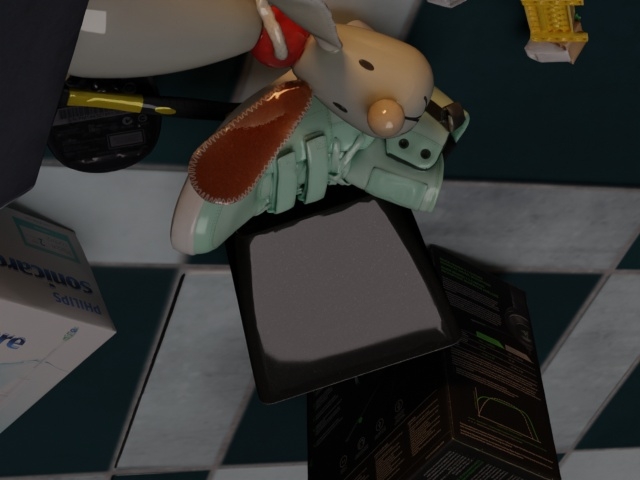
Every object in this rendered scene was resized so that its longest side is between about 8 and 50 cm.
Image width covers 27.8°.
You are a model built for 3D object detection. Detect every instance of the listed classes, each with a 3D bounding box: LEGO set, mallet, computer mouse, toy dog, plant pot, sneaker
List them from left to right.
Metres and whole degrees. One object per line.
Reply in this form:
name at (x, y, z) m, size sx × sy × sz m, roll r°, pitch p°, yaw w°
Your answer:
mallet at (-0.146, -0.097, 0.978) m, size 0.189 × 0.039 × 0.062 m, roll 10°, pitch 126°, yaw -30°
computer mouse at (-0.143, -0.174, 0.973) m, size 0.184 × 0.060 × 0.262 m, roll -15°, pitch 134°, yaw -6°
toy dog at (-0.079, -0.132, 0.851) m, size 0.333 × 0.161 × 0.220 m, roll 0°, pitch 128°, yaw -5°
plant pot at (0.000, 0.000, 1.146) m, size 0.187 × 0.188 × 0.167 m, roll -18°, pitch 128°, yaw 1°
sneaker at (0.009, -0.054, 0.999) m, size 0.256 × 0.151 × 0.094 m, roll -45°, pitch 163°, yaw -24°
LEGO set at (0.144, -0.231, 1.007) m, size 0.287 × 0.107 × 0.132 m, roll 13°, pitch 167°, yaw -39°

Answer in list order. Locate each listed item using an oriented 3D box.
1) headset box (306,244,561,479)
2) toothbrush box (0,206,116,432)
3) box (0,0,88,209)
headset box at (0.101, 0.183, 1.320) m, size 0.131 × 0.283 × 0.246 m, roll 25°, pitch 125°, yaw -22°
toothbrush box at (-0.360, 0.098, 1.106) m, size 0.295 × 0.126 × 0.216 m, roll -40°, pitch 148°, yaw 19°
box at (-0.282, -0.195, 0.661) m, size 0.179 × 0.312 × 0.343 m, roll -40°, pitch 164°, yaw -46°
